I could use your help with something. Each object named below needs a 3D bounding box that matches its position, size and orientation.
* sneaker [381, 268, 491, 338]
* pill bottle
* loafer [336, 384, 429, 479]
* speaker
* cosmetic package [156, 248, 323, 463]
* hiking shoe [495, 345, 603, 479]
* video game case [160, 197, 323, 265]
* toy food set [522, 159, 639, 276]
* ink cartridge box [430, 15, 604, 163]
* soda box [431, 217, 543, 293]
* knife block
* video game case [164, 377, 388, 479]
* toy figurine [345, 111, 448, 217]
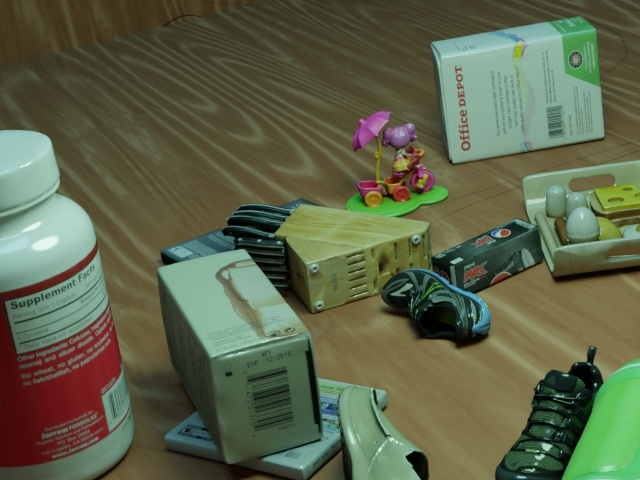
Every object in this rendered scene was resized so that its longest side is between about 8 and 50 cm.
[{"bbox_3d":[0.148,0.089,2.088,0.078,0.067,0.188,-18,27,-36],"label":"sneaker"},{"bbox_3d":[-0.369,0.085,1.842,0.229,0.407,0.229,-7,23,3],"label":"pill bottle"},{"bbox_3d":[0.074,0.256,1.699,0.092,0.102,0.268,-8,32,-3],"label":"loafer"},{"bbox_3d":[0.325,0.241,1.602,0.131,0.131,0.296,2,25,23],"label":"speaker"},{"bbox_3d":[-0.105,0.136,1.904,0.129,0.153,0.296,-14,24,-14],"label":"cosmetic package"},{"bbox_3d":[0.256,0.206,1.719,0.086,0.114,0.227,5,26,32],"label":"hiking shoe"},{"bbox_3d":[-0.089,0.006,2.418,0.274,0.026,0.196,-21,26,-28],"label":"video game case"},{"bbox_3d":[0.432,-0.046,2.273,0.220,0.092,0.306,-8,24,2],"label":"toy food set"},{"bbox_3d":[0.343,-0.265,2.671,0.278,0.201,0.117,-10,22,-2],"label":"ink cartridge box"},{"bbox_3d":[0.243,0.026,2.210,0.169,0.060,0.053,-23,26,-29],"label":"soda box"},{"bbox_3d":[0.000,0.000,2.280,0.276,0.088,0.242,-16,33,-16],"label":"knife block"},{"bbox_3d":[-0.054,0.225,1.900,0.212,0.023,0.193,7,28,34],"label":"video game case"},{"bbox_3d":[0.118,-0.135,2.503,0.173,0.159,0.130,-9,23,-2],"label":"toy figurine"}]
